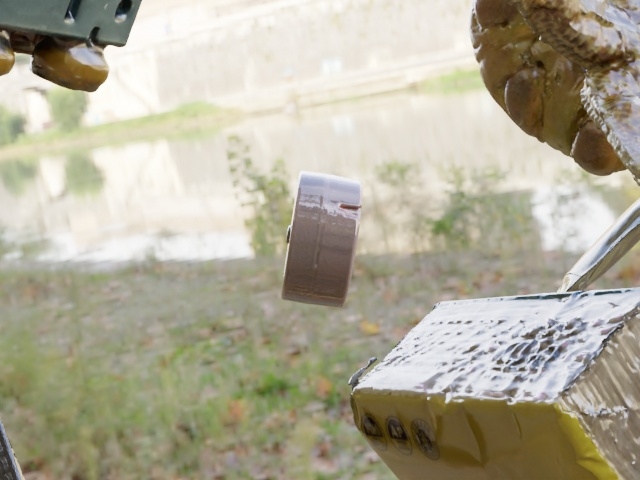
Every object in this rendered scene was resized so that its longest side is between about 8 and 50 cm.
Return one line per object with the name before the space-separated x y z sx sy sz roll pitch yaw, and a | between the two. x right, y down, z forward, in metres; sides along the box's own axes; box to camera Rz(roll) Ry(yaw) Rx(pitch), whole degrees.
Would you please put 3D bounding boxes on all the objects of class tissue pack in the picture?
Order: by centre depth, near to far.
tissue pack | 0.164 0.141 0.900 0.134 0.192 0.271 -44 14 -23

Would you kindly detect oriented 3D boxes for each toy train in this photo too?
toy train | -0.319 -0.258 1.197 0.231 0.163 0.369 30 15 23

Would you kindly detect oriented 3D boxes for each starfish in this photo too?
starfish | 0.181 -0.100 0.709 0.235 0.277 0.062 1 -29 -43

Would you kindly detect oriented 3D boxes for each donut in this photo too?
donut | 0.222 -0.165 0.981 0.113 0.227 0.226 -9 4 -41

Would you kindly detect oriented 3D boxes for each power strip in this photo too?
power strip | 0.000 0.000 1.481 0.078 0.154 0.154 8 7 -3

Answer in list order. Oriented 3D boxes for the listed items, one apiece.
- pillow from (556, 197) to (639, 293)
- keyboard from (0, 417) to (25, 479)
pillow | 0.322 -0.003 1.391 0.217 0.033 0.130 -44 -9 -7
keyboard | -0.206 0.164 0.679 0.011 0.067 0.202 2 -39 -45
